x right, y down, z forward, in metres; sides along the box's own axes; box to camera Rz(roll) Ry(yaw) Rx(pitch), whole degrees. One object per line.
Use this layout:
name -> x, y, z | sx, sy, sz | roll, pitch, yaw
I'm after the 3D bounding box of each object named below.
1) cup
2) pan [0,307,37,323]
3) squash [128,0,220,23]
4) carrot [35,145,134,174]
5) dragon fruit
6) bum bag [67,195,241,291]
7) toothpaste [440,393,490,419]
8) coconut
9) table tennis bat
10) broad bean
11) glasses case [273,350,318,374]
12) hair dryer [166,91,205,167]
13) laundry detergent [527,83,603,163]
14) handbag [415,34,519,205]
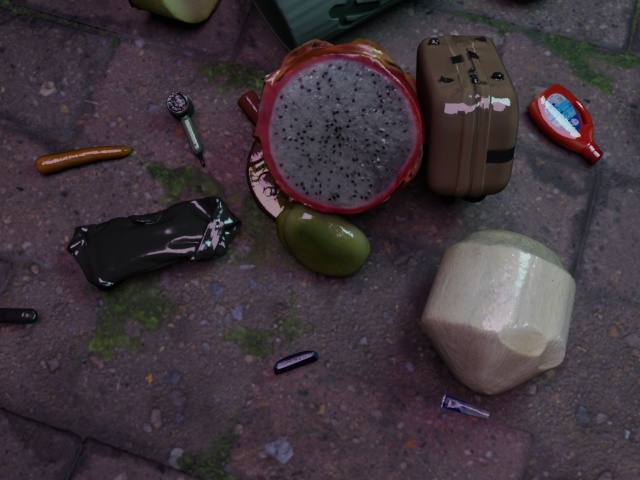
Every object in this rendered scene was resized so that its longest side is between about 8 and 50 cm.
cup -> 0.029, -0.593, 1.338 | 0.392, 0.310, 0.401 | -33, 109, -2
pan -> -0.628, 0.138, 1.324 | 0.235, 0.028, 0.136 | 2, 75, 6
squash -> -0.282, -0.537, 1.398 | 0.133, 0.220, 0.220 | 24, 77, 11
carrot -> -0.457, -0.162, 1.395 | 0.190, 0.037, 0.037 | -13, 75, -3
dragon fruit -> 0.040, -0.211, 1.259 | 0.305, 0.226, 0.305 | 3, 112, 7
bum bag -> -0.303, 0.006, 1.326 | 0.326, 0.080, 0.142 | -12, 67, 2
toothpaste -> 0.253, 0.291, 1.257 | 0.083, 0.015, 0.024 | 15, 77, 12
coconut -> 0.290, 0.125, 1.190 | 0.237, 0.237, 0.266 | 20, 72, 7
table tennis bat -> -0.059, -0.156, 1.381 | 0.200, 0.038, 0.310 | -34, 80, -9
broad bean -> 0.000, 0.000, 1.291 | 0.174, 0.082, 0.124 | 41, 121, -7
glasses case -> -0.045, 0.212, 1.279 | 0.083, 0.033, 0.023 | -20, 64, -4
hair dryer -> -0.254, -0.210, 1.392 | 0.047, 0.071, 0.150 | -20, 91, -2
laundry detergent -> 0.476, -0.217, 1.370 | 0.097, 0.049, 0.165 | -37, 79, -11
handbag -> 0.246, -0.193, 1.268 | 0.149, 0.283, 0.302 | -1, 36, 0
